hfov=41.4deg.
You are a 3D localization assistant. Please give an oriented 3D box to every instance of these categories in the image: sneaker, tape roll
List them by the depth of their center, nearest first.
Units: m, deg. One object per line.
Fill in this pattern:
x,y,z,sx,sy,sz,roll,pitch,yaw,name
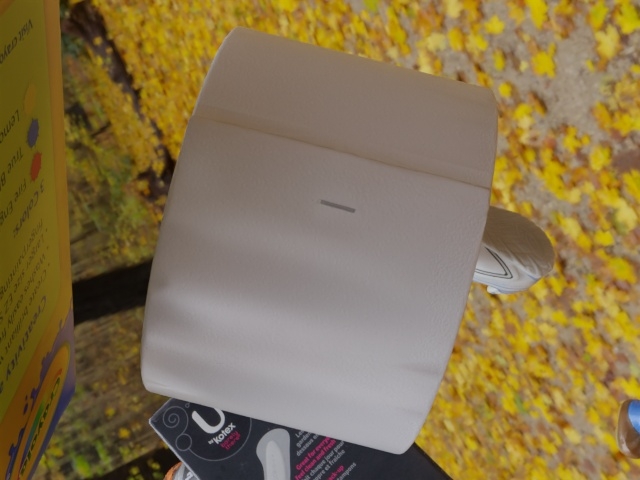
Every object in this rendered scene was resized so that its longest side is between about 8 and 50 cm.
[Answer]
0.000,0.000,0.557,0.246,0.169,0.246,-166,90,-89,tape roll
0.101,-0.018,0.739,0.237,0.086,0.085,32,-138,-23,sneaker

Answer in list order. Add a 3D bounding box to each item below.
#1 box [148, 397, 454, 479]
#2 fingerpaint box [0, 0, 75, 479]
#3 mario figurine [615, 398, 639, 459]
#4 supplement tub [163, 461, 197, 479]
-0.003,0.220,0.800,0.270,0.165,0.143,44,169,19,box
-0.254,0.107,0.341,0.445,0.163,0.371,-79,1,-47,fingerpaint box
0.537,0.257,1.068,0.170,0.198,0.320,53,149,-6,mario figurine
-0.072,0.353,1.220,0.193,0.316,0.194,37,-141,-37,supplement tub
